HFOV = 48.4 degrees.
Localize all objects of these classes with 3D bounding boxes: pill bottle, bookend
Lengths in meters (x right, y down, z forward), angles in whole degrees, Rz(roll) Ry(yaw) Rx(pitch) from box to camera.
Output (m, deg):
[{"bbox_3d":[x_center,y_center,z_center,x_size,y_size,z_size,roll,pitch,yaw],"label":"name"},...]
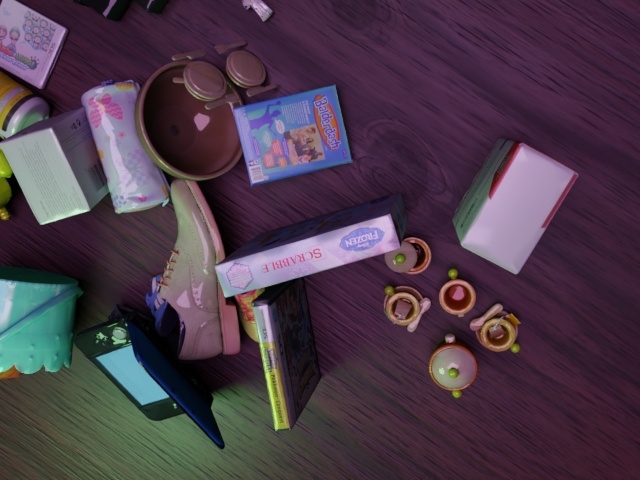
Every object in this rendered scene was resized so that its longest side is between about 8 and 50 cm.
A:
[{"bbox_3d":[-0.695,-0.301,1.512,0.208,0.119,0.119,33,103,3],"label":"pill bottle"},{"bbox_3d":[-0.388,-0.501,1.450,0.157,0.072,0.156,37,104,1],"label":"bookend"}]

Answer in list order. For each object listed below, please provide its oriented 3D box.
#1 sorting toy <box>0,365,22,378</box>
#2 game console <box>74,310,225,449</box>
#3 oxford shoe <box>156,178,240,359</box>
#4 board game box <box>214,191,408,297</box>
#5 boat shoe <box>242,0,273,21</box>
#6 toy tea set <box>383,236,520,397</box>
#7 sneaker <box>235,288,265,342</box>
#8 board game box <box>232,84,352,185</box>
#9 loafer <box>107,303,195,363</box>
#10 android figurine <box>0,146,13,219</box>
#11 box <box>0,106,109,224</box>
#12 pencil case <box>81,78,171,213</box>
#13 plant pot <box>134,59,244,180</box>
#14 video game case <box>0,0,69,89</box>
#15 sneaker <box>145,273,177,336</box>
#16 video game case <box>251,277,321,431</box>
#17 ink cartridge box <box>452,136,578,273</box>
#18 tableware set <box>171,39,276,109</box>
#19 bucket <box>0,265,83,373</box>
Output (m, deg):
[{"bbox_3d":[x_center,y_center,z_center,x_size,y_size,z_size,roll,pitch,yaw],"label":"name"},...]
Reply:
[{"bbox_3d":[-0.846,0.349,1.643,0.365,0.126,0.127,-36,92,13],"label":"sorting toy"},{"bbox_3d":[-0.354,0.308,1.461,0.250,0.173,0.293,-21,121,22],"label":"game console"},{"bbox_3d":[-0.269,0.061,1.466,0.146,0.140,0.397,-13,97,-15],"label":"oxford shoe"},{"bbox_3d":[0.000,0.000,1.341,0.318,0.318,0.066,-16,98,13],"label":"board game box"},{"bbox_3d":[-0.142,-0.480,1.431,0.100,0.035,0.035,42,101,-6],"label":"boat shoe"},{"bbox_3d":[0.236,0.148,1.422,0.336,0.124,0.200,44,104,0],"label":"toy tea set"},{"bbox_3d":[-0.150,0.122,1.501,0.081,0.094,0.208,-12,99,10],"label":"sneaker"},{"bbox_3d":[-0.056,-0.210,1.428,0.210,0.047,0.160,-13,97,-3],"label":"board game box"},{"bbox_3d":[-0.363,0.205,1.560,0.223,0.076,0.078,20,111,10],"label":"loafer"},{"bbox_3d":[-0.770,-0.157,1.544,0.248,0.056,0.273,-9,117,29],"label":"android figurine"},{"bbox_3d":[-0.526,-0.156,1.457,0.119,0.181,0.182,-15,112,10],"label":"box"},{"bbox_3d":[-0.403,-0.193,1.484,0.124,0.113,0.273,-17,97,-22],"label":"pencil case"},{"bbox_3d":[-0.273,-0.231,1.429,0.110,0.237,0.237,-8,100,51],"label":"plant pot"},{"bbox_3d":[-0.636,-0.425,1.532,0.157,0.019,0.143,29,103,4],"label":"video game case"},{"bbox_3d":[-0.345,0.140,1.542,0.059,0.053,0.144,-9,64,19],"label":"sneaker"},{"bbox_3d":[-0.059,0.204,1.405,0.035,0.275,0.248,-8,98,14],"label":"video game case"},{"bbox_3d":[0.340,-0.075,1.294,0.114,0.273,0.197,28,103,0],"label":"ink cartridge box"},{"bbox_3d":[-0.190,-0.319,1.404,0.128,0.194,0.039,56,138,7],"label":"tableware set"},{"bbox_3d":[-0.646,0.159,1.506,0.281,0.281,0.183,10,92,8],"label":"bucket"}]
